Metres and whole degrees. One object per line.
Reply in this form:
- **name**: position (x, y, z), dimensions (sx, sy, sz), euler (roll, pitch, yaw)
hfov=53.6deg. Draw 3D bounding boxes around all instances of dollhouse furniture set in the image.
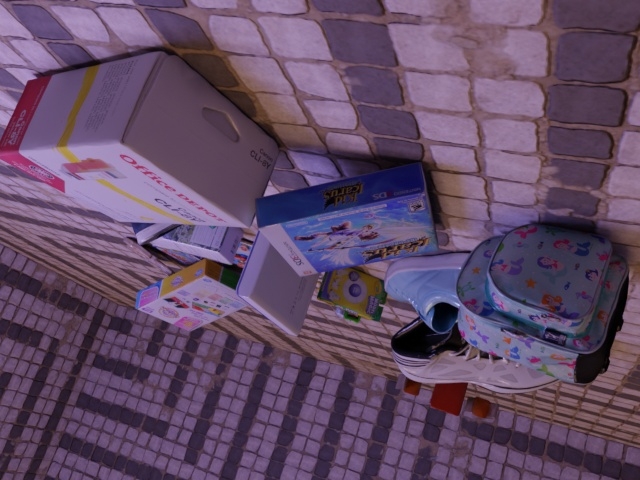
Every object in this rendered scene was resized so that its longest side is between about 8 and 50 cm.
- **dollhouse furniture set**: position (0.363, 0.328, 1.680), dimensions (0.262, 0.259, 0.135), euler (18, 166, 0)

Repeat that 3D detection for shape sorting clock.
- **shape sorting clock**: position (-0.211, 0.042, 1.760), dimensions (0.206, 0.040, 0.206), euler (16, 163, 5)

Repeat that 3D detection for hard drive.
- **hard drive**: position (-0.082, 0.078, 1.449), dimensions (0.040, 0.210, 0.318), euler (12, 162, 22)

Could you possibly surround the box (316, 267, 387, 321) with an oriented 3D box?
- **box**: position (0.090, 0.133, 1.621), dimensions (0.179, 0.105, 0.043), euler (22, 163, -15)

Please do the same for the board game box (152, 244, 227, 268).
- **board game box**: position (-0.406, 0.046, 1.979), dimensions (0.136, 0.035, 0.201), euler (3, 157, 41)

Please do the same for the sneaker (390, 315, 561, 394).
- **sneaker**: position (0.379, 0.260, 1.475), dimensions (0.448, 0.169, 0.257), euler (-5, 159, 17)

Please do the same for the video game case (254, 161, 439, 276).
- **video game case**: position (0.056, -0.024, 1.078), dimensions (0.270, 0.061, 0.244), euler (-11, 157, 11)

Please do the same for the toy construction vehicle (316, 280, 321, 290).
- **toy construction vehicle**: position (-0.043, 0.114, 1.833), dimensions (0.098, 0.035, 0.086), euler (14, 152, 5)

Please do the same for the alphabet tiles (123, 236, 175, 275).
- **alphabet tiles**: position (-0.538, 0.088, 2.141), dimensions (0.278, 0.021, 0.284), euler (20, 159, 48)

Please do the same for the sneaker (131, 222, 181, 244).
- **sneaker**: position (-0.312, -0.110, 1.324), dimensions (0.226, 0.163, 0.086), euler (-25, 177, 3)

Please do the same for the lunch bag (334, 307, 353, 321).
- **lunch bag**: position (0.076, 0.197, 1.890), dimensions (0.053, 0.071, 0.083), euler (13, 162, 20)

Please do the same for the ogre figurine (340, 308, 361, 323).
- **ogre figurine**: position (0.074, 0.166, 1.761), dimensions (0.118, 0.097, 0.197), euler (33, 149, -8)

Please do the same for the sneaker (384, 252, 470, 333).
- **sneaker**: position (0.234, 0.122, 1.364), dimensions (0.135, 0.150, 0.366), euler (25, 162, -17)

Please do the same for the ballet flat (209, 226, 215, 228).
- **ballet flat**: position (-0.332, -0.087, 1.407), dimensions (0.247, 0.087, 0.083), euler (19, 163, -2)

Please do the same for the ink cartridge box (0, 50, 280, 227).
- **ink cartridge box**: position (-0.308, -0.150, 1.062), dimensions (0.385, 0.160, 0.279), euler (3, 158, 40)

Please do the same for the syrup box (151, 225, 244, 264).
- **syrup box**: position (-0.327, -0.020, 1.596), dimensions (0.237, 0.093, 0.096), euler (13, 162, 18)

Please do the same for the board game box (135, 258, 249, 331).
- **board game box**: position (-0.398, 0.183, 2.047), dimensions (0.317, 0.064, 0.242), euler (-25, 142, 28)

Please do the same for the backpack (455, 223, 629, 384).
- **backpack**: position (0.350, 0.090, 1.037), dimensions (0.254, 0.225, 0.191), euler (12, 140, 34)
